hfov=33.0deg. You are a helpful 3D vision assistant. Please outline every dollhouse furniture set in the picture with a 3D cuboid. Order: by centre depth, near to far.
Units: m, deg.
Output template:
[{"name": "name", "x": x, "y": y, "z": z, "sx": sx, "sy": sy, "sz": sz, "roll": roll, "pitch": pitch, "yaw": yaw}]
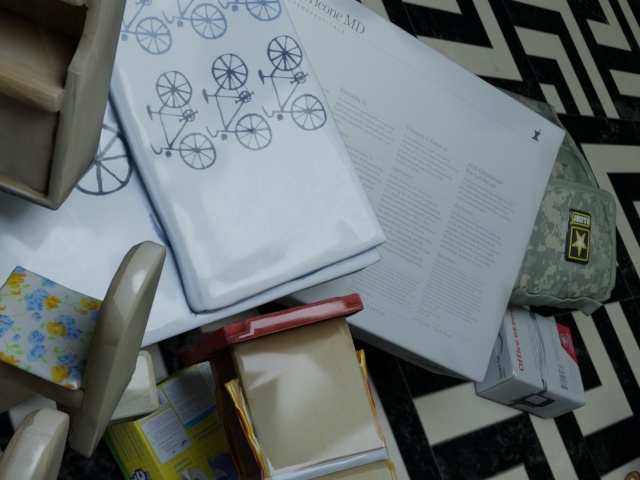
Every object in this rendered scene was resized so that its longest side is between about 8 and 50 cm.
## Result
[{"name": "dollhouse furniture set", "x": -0.254, "y": -0.057, "z": 0.597, "sx": 0.362, "sy": 0.256, "sz": 0.394, "roll": 22, "pitch": 41, "yaw": 0}, {"name": "dollhouse furniture set", "x": -0.129, "y": 0.177, "z": 0.767, "sx": 0.374, "sy": 0.152, "sz": 0.201, "roll": -11, "pitch": 81, "yaw": -20}]

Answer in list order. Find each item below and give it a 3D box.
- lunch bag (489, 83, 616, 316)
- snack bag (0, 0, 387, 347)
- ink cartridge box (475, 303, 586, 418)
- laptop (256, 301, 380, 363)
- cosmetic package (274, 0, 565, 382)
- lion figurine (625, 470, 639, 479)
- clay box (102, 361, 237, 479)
[{"name": "lunch bag", "x": 0.248, "y": -0.043, "z": 1.355, "sx": 0.235, "sy": 0.169, "sz": 0.287, "roll": 7, "pitch": 51, "yaw": -47}, {"name": "snack bag", "x": -0.151, "y": -0.079, "z": 0.876, "sx": 0.342, "sy": 0.037, "sz": 0.323, "roll": -20, "pitch": 84, "yaw": -20}, {"name": "ink cartridge box", "x": 0.254, "y": 0.148, "z": 1.340, "sx": 0.150, "sy": 0.063, "sz": 0.109, "roll": 23, "pitch": 49, "yaw": -38}, {"name": "laptop", "x": 0.000, "y": 0.000, "z": 1.184, "sx": 0.234, "sy": 0.136, "sz": 0.264, "roll": 53, "pitch": 11, "yaw": -10}, {"name": "cosmetic package", "x": 0.040, "y": -0.060, "z": 1.058, "sx": 0.377, "sy": 0.097, "sz": 0.284, "roll": 27, "pitch": 79, "yaw": -26}, {"name": "lion figurine", "x": 0.519, "y": 0.360, "z": 1.361, "sx": 0.142, "sy": 0.240, "sz": 0.392, "roll": 32, "pitch": 45, "yaw": -33}, {"name": "clay box", "x": -0.081, "y": 0.216, "z": 0.904, "sx": 0.127, "sy": 0.053, "sz": 0.222, "roll": -27, "pitch": 89, "yaw": -51}]
